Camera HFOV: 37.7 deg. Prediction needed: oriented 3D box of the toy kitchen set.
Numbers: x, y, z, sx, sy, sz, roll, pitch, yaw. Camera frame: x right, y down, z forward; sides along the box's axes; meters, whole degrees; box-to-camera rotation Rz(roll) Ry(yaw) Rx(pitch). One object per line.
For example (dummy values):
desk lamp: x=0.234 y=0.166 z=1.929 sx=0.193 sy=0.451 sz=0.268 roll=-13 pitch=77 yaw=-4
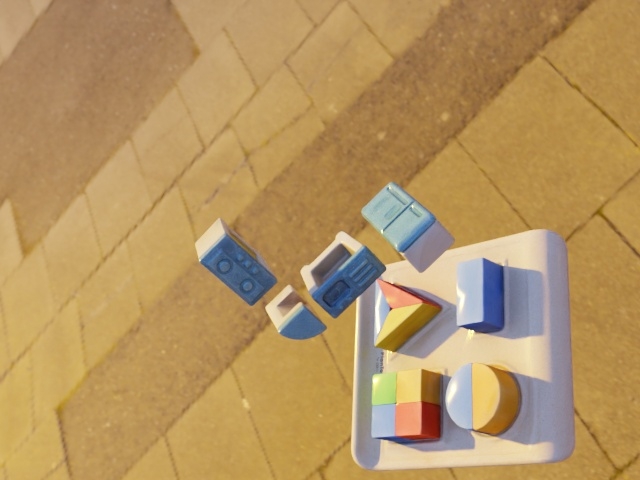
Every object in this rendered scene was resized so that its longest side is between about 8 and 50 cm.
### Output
toy kitchen set: x=0.000 y=0.000 z=0.991 sx=0.207 sy=0.166 sz=0.122 roll=-45 pitch=28 yaw=2

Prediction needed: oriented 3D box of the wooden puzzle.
wooden puzzle: x=0.182 y=0.158 z=1.341 sx=0.347 sy=0.080 sz=0.322 roll=-13 pitch=65 yaw=38
